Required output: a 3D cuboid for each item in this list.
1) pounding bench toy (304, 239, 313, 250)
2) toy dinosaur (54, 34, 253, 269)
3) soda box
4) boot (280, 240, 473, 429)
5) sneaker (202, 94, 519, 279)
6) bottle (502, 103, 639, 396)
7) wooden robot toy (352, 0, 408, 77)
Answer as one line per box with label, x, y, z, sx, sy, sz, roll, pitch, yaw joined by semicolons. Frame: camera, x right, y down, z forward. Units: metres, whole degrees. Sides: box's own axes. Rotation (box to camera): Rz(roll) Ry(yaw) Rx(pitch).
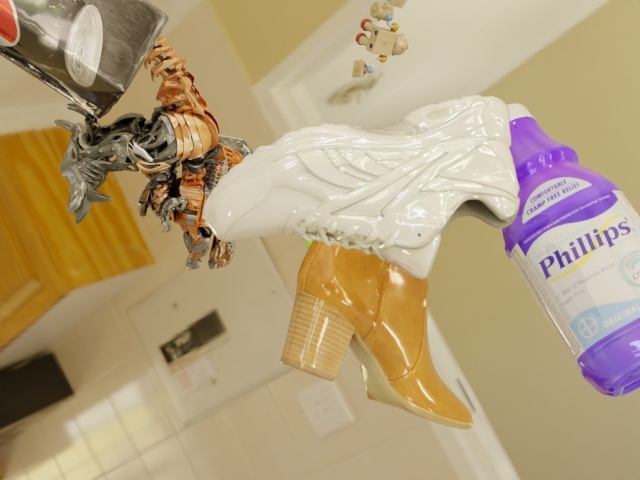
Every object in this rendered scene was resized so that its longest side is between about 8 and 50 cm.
pounding bench toy;0.000;0.000;1.569;0.065;0.052;0.083;4;-44;-28
toy dinosaur;-0.195;-0.116;1.131;0.218;0.322;0.164;-11;0;2
soda box;-0.172;-0.140;0.497;0.053;0.169;0.060;-22;39;60
boot;0.097;0.078;1.016;0.295;0.211;0.104;28;-12;-35
sneaker;0.035;-0.024;0.644;0.232;0.115;0.090;-15;-13;-2
bottle;0.230;-0.002;0.839;0.118;0.283;0.092;-29;-28;5
wooden robot toy;0.115;-0.347;1.557;0.079;0.076;0.173;6;-62;-32
